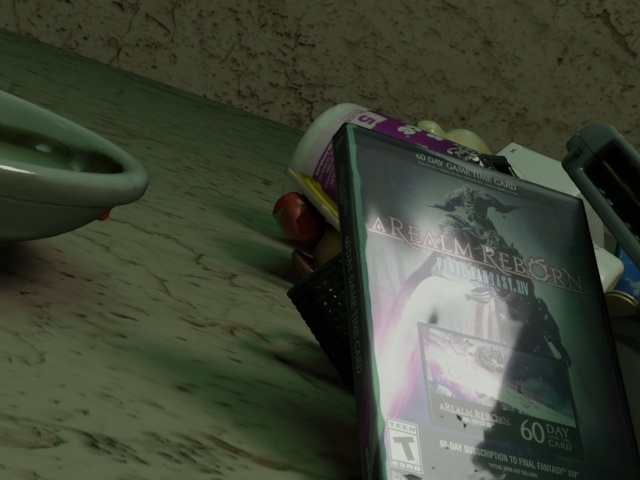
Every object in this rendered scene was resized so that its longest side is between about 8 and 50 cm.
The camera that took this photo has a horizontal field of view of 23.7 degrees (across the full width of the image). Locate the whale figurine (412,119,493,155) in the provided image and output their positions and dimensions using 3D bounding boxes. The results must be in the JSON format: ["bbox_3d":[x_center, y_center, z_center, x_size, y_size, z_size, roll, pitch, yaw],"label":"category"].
[{"bbox_3d":[0.145,-0.039,1.883,0.141,0.216,0.272,-24,-1,22],"label":"whale figurine"}]

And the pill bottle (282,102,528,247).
[{"bbox_3d":[0.122,-0.026,1.645,0.301,0.169,0.169,24,9,25],"label":"pill bottle"}]

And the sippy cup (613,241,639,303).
[{"bbox_3d":[0.447,0.059,1.761,0.224,0.305,0.240,11,50,11],"label":"sippy cup"}]

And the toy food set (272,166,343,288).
[{"bbox_3d":[0.000,0.000,1.481,0.128,0.071,0.218,46,6,9],"label":"toy food set"}]

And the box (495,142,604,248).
[{"bbox_3d":[0.249,-0.006,1.761,0.130,0.171,0.091,26,51,39],"label":"box"}]

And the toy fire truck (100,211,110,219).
[{"bbox_3d":[-0.280,-0.080,1.453,0.192,0.047,0.135,19,9,-2],"label":"toy fire truck"}]

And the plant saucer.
[{"bbox_3d":[-0.324,-0.068,1.076,0.400,0.101,0.400,19,8,-3],"label":"plant saucer"}]

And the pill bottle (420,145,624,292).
[{"bbox_3d":[0.163,0.013,1.468,0.229,0.131,0.131,35,11,13],"label":"pill bottle"}]

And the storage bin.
[{"bbox_3d":[0.080,0.021,1.132,0.084,0.180,0.122,57,16,8],"label":"storage bin"}]

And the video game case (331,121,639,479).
[{"bbox_3d":[0.104,0.060,0.951,0.196,0.026,0.274,16,49,-25],"label":"video game case"}]

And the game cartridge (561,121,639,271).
[{"bbox_3d":[0.267,0.036,1.041,0.198,0.062,0.297,42,12,-17],"label":"game cartridge"}]

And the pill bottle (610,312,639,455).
[{"bbox_3d":[0.227,0.115,1.123,0.121,0.121,0.221,24,9,23],"label":"pill bottle"}]

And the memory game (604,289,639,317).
[{"bbox_3d":[0.294,0.110,1.274,0.186,0.186,0.012,24,54,19],"label":"memory game"}]
